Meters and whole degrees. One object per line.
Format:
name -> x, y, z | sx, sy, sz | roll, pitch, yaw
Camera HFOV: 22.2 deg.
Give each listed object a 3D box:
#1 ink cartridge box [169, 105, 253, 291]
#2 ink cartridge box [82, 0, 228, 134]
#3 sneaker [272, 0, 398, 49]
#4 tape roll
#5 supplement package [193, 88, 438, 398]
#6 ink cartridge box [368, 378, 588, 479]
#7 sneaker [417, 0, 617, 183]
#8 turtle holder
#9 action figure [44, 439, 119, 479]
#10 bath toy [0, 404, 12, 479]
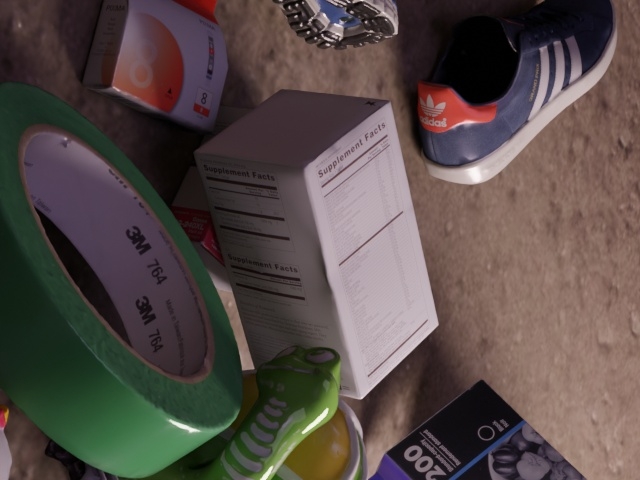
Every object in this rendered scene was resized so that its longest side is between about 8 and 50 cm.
ink cartridge box -> -0.077, -0.039, 1.572 | 0.109, 0.063, 0.150 | 44, 63, -46
ink cartridge box -> -0.134, -0.201, 1.489 | 0.145, 0.045, 0.179 | 22, 82, -51
sneaker -> -0.033, -0.307, 1.549 | 0.330, 0.129, 0.147 | 35, 50, -56
tape roll -> -0.185, 0.028, 1.281 | 0.321, 0.077, 0.321 | 50, 16, -20
supplement package -> 0.000, 0.000, 1.514 | 0.139, 0.133, 0.244 | -39, 126, -40
ink cartridge box -> 0.170, 0.283, 1.788 | 0.208, 0.206, 0.045 | -36, 153, -20
sneaker -> 0.227, -0.219, 1.865 | 0.350, 0.131, 0.148 | -49, 136, -34
turtle holder -> -0.075, 0.215, 1.465 | 0.227, 0.243, 0.320 | -48, 139, -34
action figure -> -0.254, 0.200, 1.212 | 0.185, 0.285, 0.099 | -11, 112, -52
bath toy -> -0.329, 0.050, 1.107 | 0.348, 0.151, 0.129 | 51, 12, -1
